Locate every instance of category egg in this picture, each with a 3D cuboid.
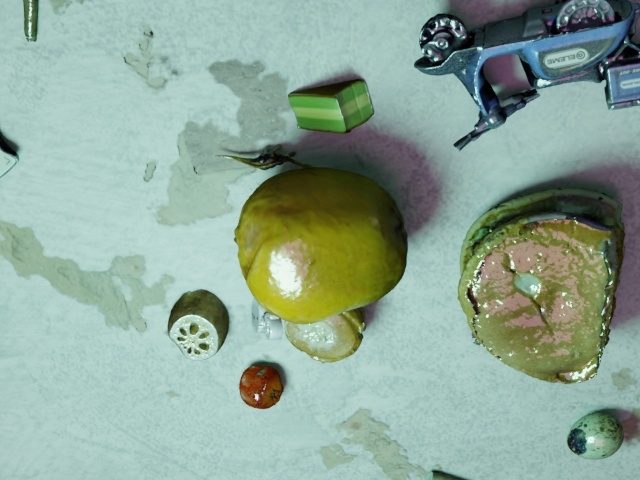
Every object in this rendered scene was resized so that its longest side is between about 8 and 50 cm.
[{"bbox_3d":[0.510,0.366,1.901,0.110,0.085,0.085,-20,114,32],"label":"egg"}]

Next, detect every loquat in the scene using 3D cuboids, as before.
[{"bbox_3d":[0.000,0.000,1.690,0.283,0.276,0.276,-14,116,5],"label":"loquat"}]

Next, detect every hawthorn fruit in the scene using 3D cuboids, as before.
[{"bbox_3d":[-0.119,0.285,1.990,0.093,0.093,0.093,5,120,9],"label":"hawthorn fruit"}]

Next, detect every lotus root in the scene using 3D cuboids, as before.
[{"bbox_3d":[-0.232,0.163,1.949,0.112,0.081,0.122,-27,111,16],"label":"lotus root"}]

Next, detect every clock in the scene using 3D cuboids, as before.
[{"bbox_3d":[-0.099,0.137,1.879,0.041,0.129,0.087,-2,103,-19],"label":"clock"}]

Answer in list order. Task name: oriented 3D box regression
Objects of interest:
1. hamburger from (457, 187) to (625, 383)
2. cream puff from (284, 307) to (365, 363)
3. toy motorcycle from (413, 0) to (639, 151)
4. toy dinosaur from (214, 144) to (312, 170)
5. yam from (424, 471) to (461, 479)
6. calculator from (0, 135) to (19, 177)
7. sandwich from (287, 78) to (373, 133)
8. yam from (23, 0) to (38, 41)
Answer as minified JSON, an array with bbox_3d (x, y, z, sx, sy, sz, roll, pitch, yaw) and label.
[{"bbox_3d":[0.365,0.069,1.700,0.276,0.195,0.318,10,118,10],"label":"hamburger"},{"bbox_3d":[0.007,0.143,1.859,0.150,0.115,0.165,-30,110,25],"label":"cream puff"},{"bbox_3d":[0.325,-0.268,1.558,0.358,0.125,0.213,-8,119,16],"label":"toy motorcycle"},{"bbox_3d":[-0.091,-0.142,1.763,0.180,0.058,0.037,-1,112,27],"label":"toy dinosaur"},{"bbox_3d":[0.273,0.506,2.049,0.132,0.054,0.054,19,121,2],"label":"yam"},{"bbox_3d":[-0.686,-0.163,1.874,0.268,0.040,0.177,-18,114,21],"label":"calculator"},{"bbox_3d":[0.017,-0.228,1.712,0.116,0.074,0.074,11,128,44],"label":"sandwich"},{"bbox_3d":[-0.489,-0.397,1.708,0.033,0.027,0.129,2,122,-14],"label":"yam"}]
